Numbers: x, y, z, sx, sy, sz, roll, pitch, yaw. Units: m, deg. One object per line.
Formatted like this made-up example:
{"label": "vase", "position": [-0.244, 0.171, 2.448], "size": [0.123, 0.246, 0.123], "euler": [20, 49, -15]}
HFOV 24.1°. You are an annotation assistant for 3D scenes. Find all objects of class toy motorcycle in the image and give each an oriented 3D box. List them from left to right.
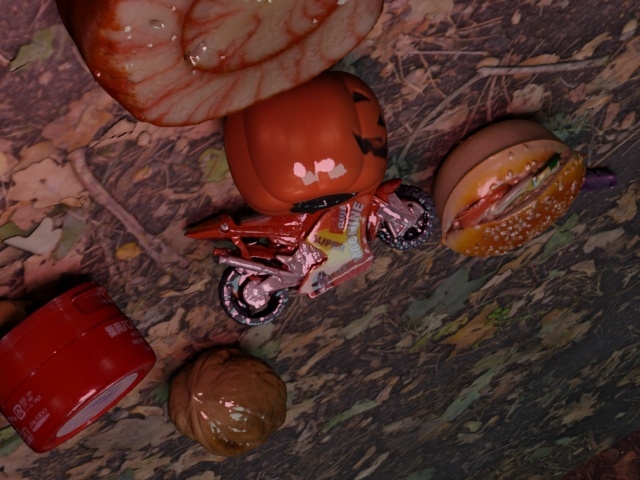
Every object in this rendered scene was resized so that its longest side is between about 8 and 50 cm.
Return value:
{"label": "toy motorcycle", "position": [-0.007, -0.014, 1.858], "size": [0.298, 0.171, 0.089], "euler": [-27, -163, -6]}

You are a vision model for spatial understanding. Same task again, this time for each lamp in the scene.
{"label": "lamp", "position": [-0.017, -0.115, 1.663], "size": [0.187, 0.164, 0.187], "euler": [-12, 169, -2]}

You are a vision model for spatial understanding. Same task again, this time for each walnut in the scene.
{"label": "walnut", "position": [-0.133, 0.228, 2.118], "size": [0.155, 0.155, 0.184], "euler": [-40, 150, 14]}

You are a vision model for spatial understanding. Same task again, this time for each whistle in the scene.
{"label": "whistle", "position": [0.387, -0.089, 2.265], "size": [0.176, 0.033, 0.033], "euler": [-6, 143, -41]}

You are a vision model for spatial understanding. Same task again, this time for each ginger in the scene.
{"label": "ginger", "position": [-0.389, 0.092, 1.740], "size": [0.137, 0.044, 0.057], "euler": [-4, 159, -41]}

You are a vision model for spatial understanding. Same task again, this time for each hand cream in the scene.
{"label": "hand cream", "position": [-0.301, 0.151, 1.782], "size": [0.193, 0.125, 0.193], "euler": [-39, 174, -5]}

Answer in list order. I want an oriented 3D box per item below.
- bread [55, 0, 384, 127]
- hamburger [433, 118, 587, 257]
{"label": "bread", "position": [-0.097, -0.245, 1.411], "size": [0.295, 0.114, 0.328], "euler": [-31, 154, -1]}
{"label": "hamburger", "position": [0.254, -0.064, 2.042], "size": [0.236, 0.147, 0.237], "euler": [-25, 155, -12]}
